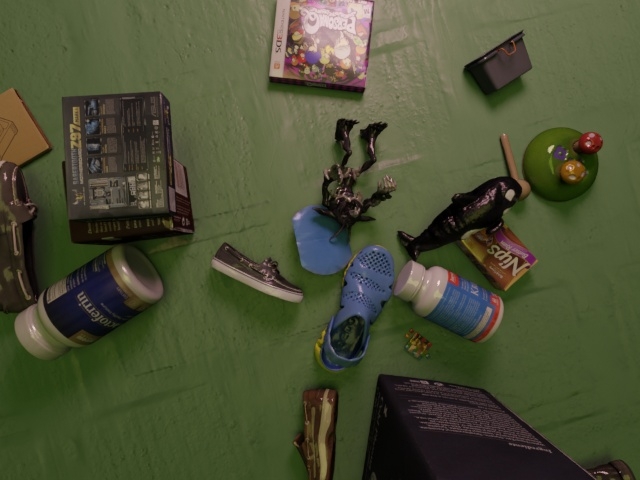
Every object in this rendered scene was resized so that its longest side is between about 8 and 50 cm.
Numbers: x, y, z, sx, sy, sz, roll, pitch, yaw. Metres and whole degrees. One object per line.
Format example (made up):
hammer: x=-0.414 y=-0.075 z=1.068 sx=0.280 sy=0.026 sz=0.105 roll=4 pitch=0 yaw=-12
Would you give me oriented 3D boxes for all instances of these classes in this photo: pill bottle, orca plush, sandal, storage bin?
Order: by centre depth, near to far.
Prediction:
pill bottle: x=-0.495 y=0.134 z=0.873 sx=0.265 sy=0.153 sz=0.153 roll=-33 pitch=91 yaw=-2
sandal: x=0.087 y=0.161 z=0.909 sx=0.126 sy=0.138 sz=0.317 roll=20 pitch=87 yaw=0
orca plush: x=0.304 y=-0.074 z=0.912 sx=0.287 sy=0.151 sz=0.102 roll=-23 pitch=129 yaw=23
pill bottle: x=0.286 y=0.134 z=0.922 sx=0.222 sy=0.124 sz=0.124 roll=26 pitch=88 yaw=-3
storage bin: x=0.433 y=-0.418 z=0.958 sx=0.135 sy=0.098 sz=0.091 roll=-34 pitch=101 yaw=-3

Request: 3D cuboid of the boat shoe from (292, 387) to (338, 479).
boat shoe: x=-0.015 y=0.470 z=0.929 sx=0.095 sy=0.095 sz=0.257 roll=4 pitch=83 yaw=11

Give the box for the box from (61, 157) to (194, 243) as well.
box: x=-0.401 y=-0.085 z=0.871 sx=0.203 sy=0.168 sz=0.167 roll=-8 pitch=89 yaw=-2

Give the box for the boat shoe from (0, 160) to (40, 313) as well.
boat shoe: x=-0.666 y=-0.004 z=0.898 sx=0.096 sy=0.112 sz=0.335 roll=5 pitch=95 yaw=-20

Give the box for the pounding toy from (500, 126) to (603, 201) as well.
pounding toy: x=0.564 y=-0.185 z=0.947 sx=0.237 sy=0.110 sz=0.182 roll=-5 pitch=89 yaw=-3

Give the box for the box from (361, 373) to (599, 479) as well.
box: x=0.245 y=0.568 z=0.742 sx=0.298 sy=0.472 sz=0.479 roll=9 pitch=88 yaw=-3

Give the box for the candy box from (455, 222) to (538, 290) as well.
candy box: x=0.410 y=0.016 z=0.966 sx=0.109 sy=0.053 sz=0.186 roll=-41 pitch=90 yaw=-2

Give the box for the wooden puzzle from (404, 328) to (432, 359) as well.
wooden puzzle: x=0.236 y=0.255 z=0.977 sx=0.083 sy=0.006 sz=0.049 roll=38 pitch=88 yaw=-2

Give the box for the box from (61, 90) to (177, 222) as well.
box: x=-0.376 y=-0.155 z=0.761 sx=0.184 sy=0.059 sz=0.232 roll=-5 pitch=87 yaw=-3

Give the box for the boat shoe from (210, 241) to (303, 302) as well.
boat shoe: x=-0.137 y=0.070 z=0.932 sx=0.229 sy=0.080 sz=0.076 roll=24 pitch=90 yaw=5

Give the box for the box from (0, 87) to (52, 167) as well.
box: x=-0.752 y=-0.231 z=0.932 sx=0.201 sy=0.021 sz=0.164 roll=-32 pitch=91 yaw=-2

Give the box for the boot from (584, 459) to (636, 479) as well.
boot: x=0.626 y=0.646 z=0.960 sx=0.229 sy=0.091 sz=0.262 roll=-10 pitch=86 yaw=3

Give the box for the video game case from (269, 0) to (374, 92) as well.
video game case: x=0.003 y=-0.472 z=0.959 sx=0.232 sy=0.042 sz=0.210 roll=6 pitch=90 yaw=-3

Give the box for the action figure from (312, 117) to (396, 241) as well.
action figure: x=0.074 y=-0.135 z=0.910 sx=0.164 sy=0.141 sz=0.275 roll=7 pitch=87 yaw=-15

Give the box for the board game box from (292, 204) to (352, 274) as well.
board game box: x=0.000 y=0.000 z=0.953 sx=0.133 sy=0.033 sz=0.168 roll=-8 pitch=79 yaw=-25
